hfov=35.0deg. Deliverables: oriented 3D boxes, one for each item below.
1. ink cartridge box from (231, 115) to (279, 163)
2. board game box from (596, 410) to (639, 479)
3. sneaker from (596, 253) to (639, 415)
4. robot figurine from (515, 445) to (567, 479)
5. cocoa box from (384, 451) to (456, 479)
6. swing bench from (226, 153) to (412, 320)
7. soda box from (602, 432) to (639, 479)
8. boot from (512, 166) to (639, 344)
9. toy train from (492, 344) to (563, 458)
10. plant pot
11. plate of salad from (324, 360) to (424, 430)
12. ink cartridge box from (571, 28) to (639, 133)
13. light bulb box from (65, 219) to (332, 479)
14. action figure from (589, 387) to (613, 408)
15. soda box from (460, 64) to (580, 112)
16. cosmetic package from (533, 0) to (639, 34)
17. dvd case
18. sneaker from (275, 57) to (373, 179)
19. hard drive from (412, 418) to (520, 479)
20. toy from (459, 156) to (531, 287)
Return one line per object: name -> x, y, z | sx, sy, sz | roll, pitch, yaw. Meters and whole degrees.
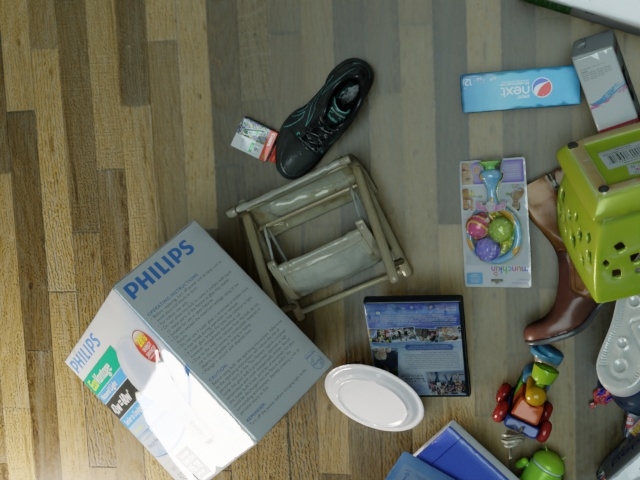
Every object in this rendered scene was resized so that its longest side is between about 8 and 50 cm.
ink cartridge box -> -0.109, -0.189, 1.967 | 0.115, 0.029, 0.063 | 26, 101, 7
board game box -> 0.612, 0.395, 1.883 | 0.194, 0.060, 0.194 | 42, 103, 5
sneaker -> 0.613, 0.158, 1.803 | 0.130, 0.236, 0.323 | 23, 83, 40
robot figurine -> 0.418, 0.447, 1.924 | 0.101, 0.067, 0.115 | 28, 102, 2
cocoa box -> 0.226, 0.601, 1.849 | 0.347, 0.231, 0.228 | 28, 126, 15
swing bench -> 0.000, 0.000, 1.906 | 0.253, 0.165, 0.254 | -23, 87, 14
soda box -> 0.636, 0.352, 1.792 | 0.091, 0.098, 0.286 | 46, 102, 4
boot -> 0.431, 0.025, 1.853 | 0.264, 0.096, 0.280 | -32, 90, 14
toy train -> 0.380, 0.282, 1.812 | 0.105, 0.248, 0.143 | 24, 107, 7
plant pot -> 0.516, -0.063, 1.669 | 0.228, 0.227, 0.207 | -16, 128, 4
plate of salad -> 0.105, 0.296, 1.945 | 0.200, 0.048, 0.200 | 16, 139, 14
ink cartridge box -> 0.500, -0.263, 1.759 | 0.072, 0.127, 0.175 | -17, 110, 23
light bulb box -> -0.235, 0.223, 1.868 | 0.361, 0.225, 0.358 | 46, 141, 3
action figure -> 0.547, 0.274, 1.897 | 0.038, 0.030, 0.115 | 44, 105, -2
soda box -> 0.362, -0.274, 1.841 | 0.210, 0.067, 0.071 | -3, 97, 12
cosmetic package -> 0.529, -0.436, 1.722 | 0.365, 0.197, 0.155 | 20, 101, 9
dvd case -> 0.184, 0.201, 1.899 | 0.180, 0.022, 0.253 | -2, 128, 11
sneaker -> 0.000, -0.224, 1.893 | 0.101, 0.106, 0.267 | 32, 104, -12
hard drive -> 0.306, 0.512, 1.935 | 0.319, 0.040, 0.210 | 42, 125, 4
toy -> 0.309, -0.031, 1.860 | 0.137, 0.056, 0.237 | -1, 90, 38
